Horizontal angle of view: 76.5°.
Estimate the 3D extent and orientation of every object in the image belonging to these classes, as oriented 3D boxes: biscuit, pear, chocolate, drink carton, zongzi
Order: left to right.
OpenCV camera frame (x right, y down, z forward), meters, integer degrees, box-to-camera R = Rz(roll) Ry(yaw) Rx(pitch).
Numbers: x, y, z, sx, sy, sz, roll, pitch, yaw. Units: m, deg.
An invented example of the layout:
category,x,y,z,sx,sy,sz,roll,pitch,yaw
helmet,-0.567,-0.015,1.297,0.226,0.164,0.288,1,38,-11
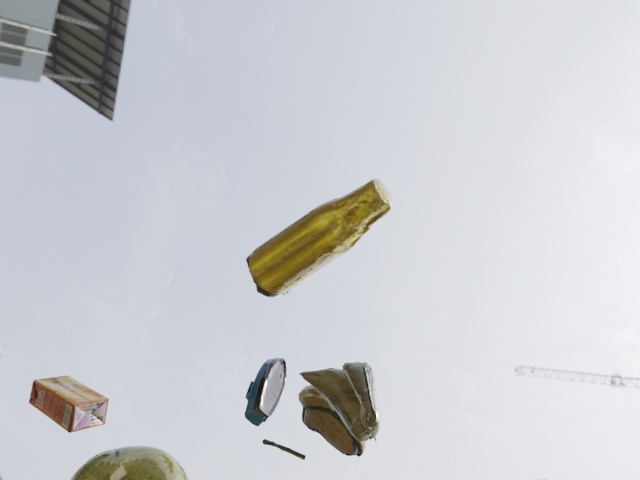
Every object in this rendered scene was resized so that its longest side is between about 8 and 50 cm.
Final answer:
category,x,y,z,sx,sy,sz,roll,pitch,yaw
drink carton,-0.672,0.429,1.085,0.223,0.096,0.070,7,-95,32
pear,-0.257,0.360,0.539,0.167,0.167,0.136,31,-43,10
chocolate,0.000,0.000,1.051,0.445,0.162,0.162,-33,-89,34
biscuit,0.025,0.708,1.590,0.287,0.057,0.343,-15,-71,43
zongzi,0.047,0.402,1.023,0.198,0.194,0.099,-1,-53,-6

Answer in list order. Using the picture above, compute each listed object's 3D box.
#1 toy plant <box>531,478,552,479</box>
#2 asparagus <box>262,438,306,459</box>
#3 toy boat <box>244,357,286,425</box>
category,x,y,z,sx,sy,sz,roll,pitch,yaw
toy plant,0.565,0.657,1.026,0.093,0.162,0.092,-24,-127,36
asparagus,-0.100,0.571,1.114,0.127,0.018,0.015,20,-76,3
toy boat,-0.169,0.449,1.230,0.097,0.223,0.100,-26,-65,29
